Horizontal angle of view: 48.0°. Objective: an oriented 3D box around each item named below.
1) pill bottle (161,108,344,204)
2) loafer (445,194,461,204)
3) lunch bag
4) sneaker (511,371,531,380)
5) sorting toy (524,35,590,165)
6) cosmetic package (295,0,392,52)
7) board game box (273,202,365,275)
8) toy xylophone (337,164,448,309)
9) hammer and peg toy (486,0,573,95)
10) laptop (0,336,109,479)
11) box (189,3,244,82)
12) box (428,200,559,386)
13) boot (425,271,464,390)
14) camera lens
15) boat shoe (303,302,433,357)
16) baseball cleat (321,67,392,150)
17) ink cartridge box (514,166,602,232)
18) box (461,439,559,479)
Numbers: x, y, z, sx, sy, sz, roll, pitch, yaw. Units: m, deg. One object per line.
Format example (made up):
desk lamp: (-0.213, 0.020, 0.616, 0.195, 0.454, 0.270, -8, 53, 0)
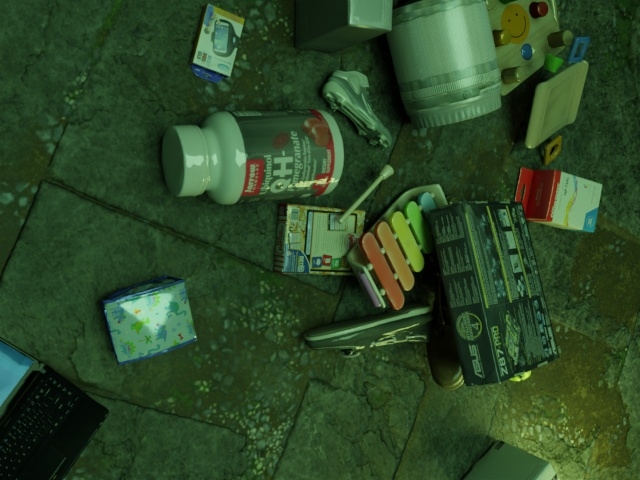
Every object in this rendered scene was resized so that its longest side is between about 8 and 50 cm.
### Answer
pill bottle: (-0.130, -0.160, 1.374, 0.319, 0.176, 0.176, -8, 98, -29)
loafer: (0.334, -0.040, 1.725, 0.056, 0.050, 0.147, -24, 106, -26)
lunch bag: (-0.323, 0.147, 1.336, 0.151, 0.096, 0.128, -20, 104, -37)
sneaker: (0.432, 0.215, 1.790, 0.295, 0.110, 0.123, 57, 39, -16)
sorting toy: (0.574, -0.340, 1.783, 0.196, 0.047, 0.347, -29, 137, -31)
cosmetic package: (0.040, -0.454, 1.412, 0.107, 0.238, 0.127, 0, 95, -30)
board game box: (0.000, 0.000, 1.538, 0.194, 0.045, 0.146, 4, 92, -30)
toy xylophone: (0.159, -0.014, 1.573, 0.322, 0.081, 0.236, -54, 127, -26)
hammer and peg toy: (0.503, -0.539, 1.735, 0.361, 0.127, 0.265, -38, 111, -22)
laptop: (-0.540, 0.306, 1.198, 0.234, 0.264, 0.136, -56, 154, -13)
box: (-0.203, -0.380, 1.400, 0.081, 0.028, 0.136, 15, 85, -30)
box: (0.402, 0.108, 1.636, 0.318, 0.097, 0.394, -5, 81, -52)
boot: (0.293, 0.195, 1.666, 0.115, 0.113, 0.305, 18, 75, -69)
camera lens: (0.266, -0.401, 1.557, 0.220, 0.219, 0.274, -22, 105, -27)
boat shoe: (0.119, 0.214, 1.588, 0.335, 0.112, 0.095, -10, 95, -33)
baseball cleat: (0.097, -0.292, 1.556, 0.206, 0.072, 0.109, 38, 69, -31)
ink cartridge box: (0.616, -0.106, 1.867, 0.231, 0.078, 0.134, 11, 89, -30)
box: (0.470, 0.620, 1.784, 0.181, 0.182, 0.119, -40, 113, -21)
